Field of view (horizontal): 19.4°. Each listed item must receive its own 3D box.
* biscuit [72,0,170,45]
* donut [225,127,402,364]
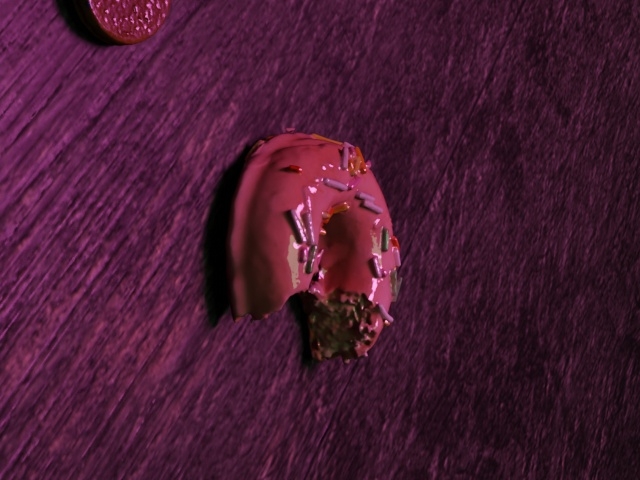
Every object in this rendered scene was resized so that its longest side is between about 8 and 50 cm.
[{"bbox_3d":[-0.153,-0.234,1.503,0.124,0.026,0.175,57,44,-42],"label":"biscuit"},{"bbox_3d":[0.000,0.000,1.691,0.233,0.085,0.199,28,65,-56],"label":"donut"}]
